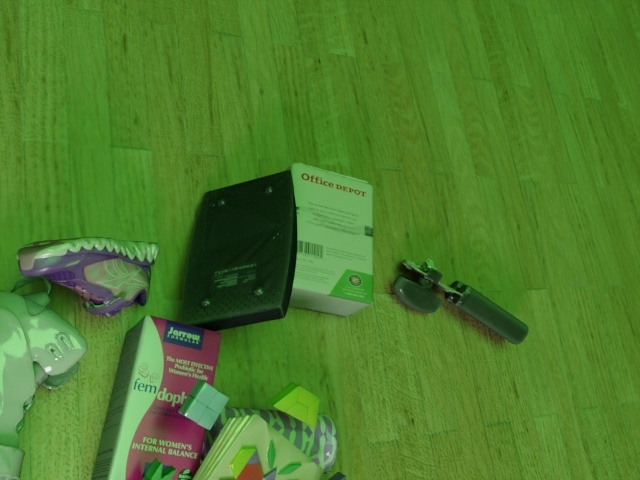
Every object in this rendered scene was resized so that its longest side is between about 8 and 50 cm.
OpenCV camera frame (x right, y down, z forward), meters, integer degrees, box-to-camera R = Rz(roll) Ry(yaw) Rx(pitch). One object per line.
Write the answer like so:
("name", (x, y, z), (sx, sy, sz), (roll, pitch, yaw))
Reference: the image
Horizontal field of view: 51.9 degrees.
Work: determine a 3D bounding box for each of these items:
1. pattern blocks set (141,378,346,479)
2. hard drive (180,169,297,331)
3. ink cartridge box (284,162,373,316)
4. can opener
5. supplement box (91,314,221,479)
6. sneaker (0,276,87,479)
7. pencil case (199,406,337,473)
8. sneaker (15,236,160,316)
("pattern blocks set", (-0.084, 0.321, 0.848), (0.325, 0.026, 0.285), (32, 77, -39))
("hard drive", (-0.112, 0.017, 0.975), (0.054, 0.172, 0.254), (58, 25, -46))
("ink cartridge box", (0.000, 0.000, 1.095), (0.160, 0.093, 0.219), (14, 63, -24))
("can opener", (0.256, 0.118, 1.217), (0.280, 0.074, 0.093), (29, 94, -15))
("supplement box", (-0.217, 0.225, 0.873), (0.111, 0.114, 0.219), (17, 61, -23))
("sneaker", (-0.369, 0.213, 0.775), (0.210, 0.137, 0.365), (-18, 77, -31))
("pencil case", (-0.076, 0.287, 0.941), (0.206, 0.086, 0.088), (10, 62, -26))
("sneaker", (-0.295, 0.049, 0.867), (0.236, 0.095, 0.104), (11, 78, -70))
